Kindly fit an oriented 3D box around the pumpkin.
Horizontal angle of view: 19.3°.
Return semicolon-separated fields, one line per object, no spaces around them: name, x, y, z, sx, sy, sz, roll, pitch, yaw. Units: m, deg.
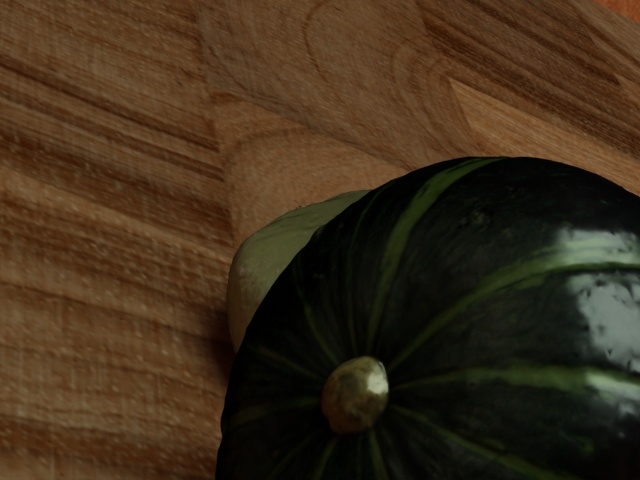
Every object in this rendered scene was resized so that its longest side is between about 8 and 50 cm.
pumpkin;0.088;0.114;1.027;0.241;0.323;0.323;30;19;-36

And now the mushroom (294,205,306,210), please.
mushroom;-0.001;0.000;1.542;0.049;0.019;0.101;21;22;-24

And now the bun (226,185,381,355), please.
bun;0.070;0.052;1.335;0.272;0.168;0.273;20;30;-12
